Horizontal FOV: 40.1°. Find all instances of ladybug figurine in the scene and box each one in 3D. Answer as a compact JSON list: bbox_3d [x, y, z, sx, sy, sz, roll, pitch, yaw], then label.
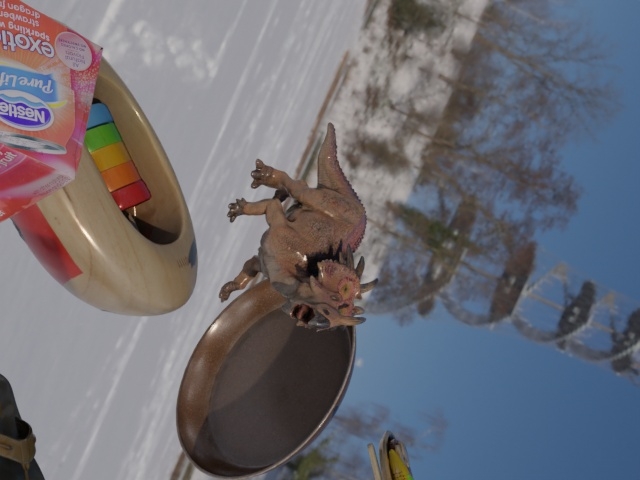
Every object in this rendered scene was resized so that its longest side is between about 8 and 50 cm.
[{"bbox_3d":[-0.329,-0.092,1.199,0.161,0.450,0.305,-25,-179,18],"label":"ladybug figurine"}]

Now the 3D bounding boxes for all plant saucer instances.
[{"bbox_3d":[-0.069,0.187,1.207,0.310,0.050,0.311,-25,-138,26],"label":"plant saucer"}]

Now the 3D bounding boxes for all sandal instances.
[{"bbox_3d":[-0.338,0.214,0.952,0.049,0.072,0.180,-42,-120,28],"label":"sandal"}]

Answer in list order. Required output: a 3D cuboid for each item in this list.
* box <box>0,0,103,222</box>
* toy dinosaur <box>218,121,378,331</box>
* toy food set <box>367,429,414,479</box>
[{"bbox_3d":[-0.352,-0.099,0.802,0.299,0.154,0.142,-20,-125,40],"label":"box"},{"bbox_3d":[0.000,0.000,1.052,0.127,0.200,0.296,83,29,-51],"label":"toy dinosaur"},{"bbox_3d":[0.106,0.294,1.065,0.192,0.038,0.133,32,42,-73],"label":"toy food set"}]
